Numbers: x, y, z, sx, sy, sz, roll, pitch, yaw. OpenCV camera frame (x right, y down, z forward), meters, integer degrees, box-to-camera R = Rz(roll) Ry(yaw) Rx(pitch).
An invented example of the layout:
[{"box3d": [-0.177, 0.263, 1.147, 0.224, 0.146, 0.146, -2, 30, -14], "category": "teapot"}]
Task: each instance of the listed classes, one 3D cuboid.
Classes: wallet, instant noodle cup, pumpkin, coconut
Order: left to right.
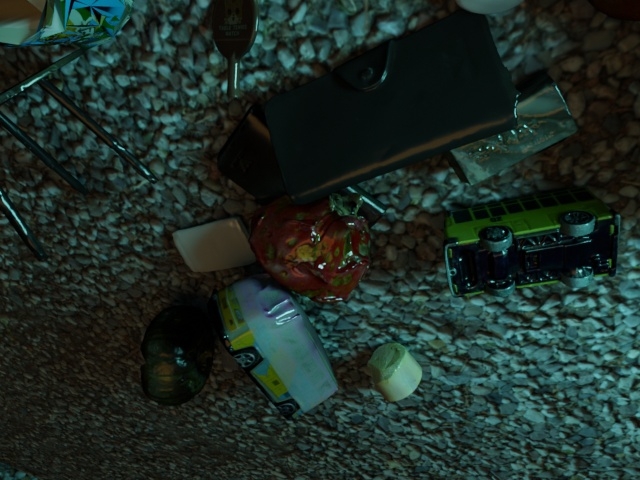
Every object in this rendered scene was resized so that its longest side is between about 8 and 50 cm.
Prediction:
[{"box3d": [-0.433, -0.399, 0.639, 0.240, 0.178, 0.240, 6, 126, 9], "category": "instant noodle cup"}, {"box3d": [-0.342, 0.278, 1.051, 0.159, 0.238, 0.238, 9, 125, 2], "category": "pumpkin"}, {"box3d": [-0.235, 0.013, 0.963, 0.182, 0.032, 0.124, -12, 120, 22], "category": "wallet"}, {"box3d": [-0.045, -0.101, 0.831, 0.318, 0.045, 0.172, 37, 128, -14], "category": "wallet"}, {"box3d": [0.096, -0.202, 0.671, 0.377, 0.051, 0.197, -17, 84, 19], "category": "wallet"}, {"box3d": [0.180, 0.316, 1.021, 0.116, 0.116, 0.122, -26, 110, 27], "category": "coconut"}]

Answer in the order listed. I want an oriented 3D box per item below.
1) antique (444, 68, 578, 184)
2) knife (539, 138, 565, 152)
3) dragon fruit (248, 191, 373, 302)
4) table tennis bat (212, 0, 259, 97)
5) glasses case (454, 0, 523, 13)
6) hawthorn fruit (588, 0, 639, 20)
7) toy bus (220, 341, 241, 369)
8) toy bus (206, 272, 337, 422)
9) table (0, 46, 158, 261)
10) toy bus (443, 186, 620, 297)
[{"box3d": [0.286, -0.172, 0.679, 0.183, 0.086, 0.088, -29, 112, 28], "category": "antique"}, {"box3d": [0.351, -0.157, 0.716, 0.121, 0.018, 0.031, -26, 121, 28], "category": "knife"}, {"box3d": [0.000, 0.000, 0.787, 0.261, 0.134, 0.212, 26, 128, -9], "category": "dragon fruit"}, {"box3d": [-0.105, -0.324, 0.718, 0.107, 0.119, 0.170, 17, 109, 37], "category": "table tennis bat"}, {"box3d": [0.251, -0.380, 0.473, 0.113, 0.075, 0.297, 2, 162, -13], "category": "glasses case"}, {"box3d": [0.391, -0.341, 0.482, 0.173, 0.179, 0.174, -2, 106, -6], "category": "hawthorn fruit"}, {"box3d": [-0.219, 0.251, 1.094, 0.064, 0.075, 0.191, 10, 124, 6], "category": "toy bus"}, {"box3d": [-0.089, 0.225, 0.942, 0.162, 0.171, 0.386, -29, 133, -6], "category": "toy bus"}, {"box3d": [-0.503, -0.135, 0.772, 0.317, 0.317, 0.249, -14, 127, 22], "category": "table"}, {"box3d": [0.345, 0.003, 0.746, 0.261, 0.150, 0.128, -10, 120, 14], "category": "toy bus"}]
